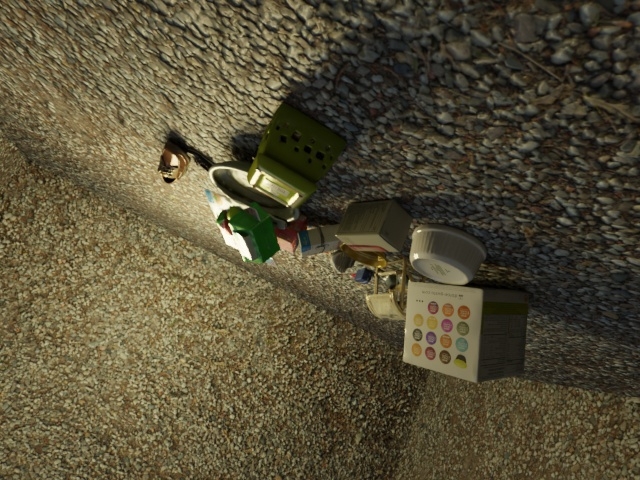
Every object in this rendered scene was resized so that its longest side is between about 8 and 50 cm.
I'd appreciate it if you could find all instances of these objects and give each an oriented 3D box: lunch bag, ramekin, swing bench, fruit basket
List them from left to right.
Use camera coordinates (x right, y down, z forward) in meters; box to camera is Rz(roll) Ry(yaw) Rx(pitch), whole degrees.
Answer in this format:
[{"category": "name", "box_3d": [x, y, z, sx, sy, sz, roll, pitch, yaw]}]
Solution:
[{"category": "fruit basket", "box_3d": [-0.349, -0.044, 1.782, 0.353, 0.165, 0.327, 17, 138, 32]}, {"category": "lunch bag", "box_3d": [0.238, 0.196, 2.270, 0.065, 0.067, 0.098, 30, 160, -18]}, {"category": "swing bench", "box_3d": [0.343, 0.232, 1.938, 0.165, 0.254, 0.253, 30, 161, -15]}, {"category": "ramekin", "box_3d": [0.453, 0.061, 1.529, 0.273, 0.127, 0.273, 22, 161, 8]}]

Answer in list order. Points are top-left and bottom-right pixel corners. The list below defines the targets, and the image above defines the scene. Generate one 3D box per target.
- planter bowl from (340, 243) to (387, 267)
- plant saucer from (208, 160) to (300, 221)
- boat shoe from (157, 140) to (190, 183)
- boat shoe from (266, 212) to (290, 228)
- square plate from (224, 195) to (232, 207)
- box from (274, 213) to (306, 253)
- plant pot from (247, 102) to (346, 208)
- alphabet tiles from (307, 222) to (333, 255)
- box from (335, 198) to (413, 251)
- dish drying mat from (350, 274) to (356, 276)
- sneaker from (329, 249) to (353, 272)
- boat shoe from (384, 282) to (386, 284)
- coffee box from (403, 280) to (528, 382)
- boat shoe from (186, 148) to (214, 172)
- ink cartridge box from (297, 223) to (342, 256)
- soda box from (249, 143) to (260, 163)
[{"category": "planter bowl", "box_3d": [0.202, 0.029, 1.816, 0.217, 0.090, 0.217, 22, 162, 7]}, {"category": "plant saucer", "box_3d": [-0.250, -0.218, 1.694, 0.400, 0.100, 0.400, 22, 162, 7]}, {"category": "boat shoe", "box_3d": [-0.657, -0.330, 1.857, 0.123, 0.116, 0.324, 34, 161, -5]}, {"category": "boat shoe", "box_3d": [-0.187, -0.082, 1.763, 0.142, 0.049, 0.040, 25, -151, 33]}, {"category": "square plate", "box_3d": [-0.361, -0.114, 2.204, 0.347, 0.049, 0.344, 27, 161, -9]}, {"category": "box", "box_3d": [-0.225, -0.081, 1.936, 0.300, 0.154, 0.142, 26, 162, 9]}, {"category": "plant pot", "box_3d": [-0.091, -0.236, 1.274, 0.228, 0.207, 0.227, 30, 162, -12]}, {"category": "alphabet tiles", "box_3d": [-0.034, -0.012, 2.129, 0.285, 0.011, 0.342, 20, 161, 13]}, {"category": "box", "box_3d": [0.192, -0.050, 1.521, 0.127, 0.148, 0.232, 37, 159, -33]}, {"category": "dish drying mat", "box_3d": [0.211, 0.206, 2.427, 0.032, 0.008, 0.083, 34, 159, -29]}, {"category": "sneaker", "box_3d": [0.085, 0.088, 1.997, 0.115, 0.105, 0.281, 22, -177, 18]}, {"category": "boat shoe", "box_3d": [0.401, 0.219, 2.155, 0.152, 0.049, 0.056, 6, 154, 43]}, {"category": "coffee box", "box_3d": [0.576, 0.348, 1.671, 0.338, 0.334, 0.338, 8, 176, -38]}, {"category": "boat shoe", "box_3d": [-0.515, -0.340, 1.787, 0.133, 0.042, 0.049, 36, 161, -27]}, {"category": "ink cartridge box", "box_3d": [0.000, 0.000, 1.859, 0.191, 0.082, 0.139, -10, 161, -4]}, {"category": "soda box", "box_3d": [-0.163, -0.271, 1.500, 0.169, 0.060, 0.053, 29, 162, -12]}]
